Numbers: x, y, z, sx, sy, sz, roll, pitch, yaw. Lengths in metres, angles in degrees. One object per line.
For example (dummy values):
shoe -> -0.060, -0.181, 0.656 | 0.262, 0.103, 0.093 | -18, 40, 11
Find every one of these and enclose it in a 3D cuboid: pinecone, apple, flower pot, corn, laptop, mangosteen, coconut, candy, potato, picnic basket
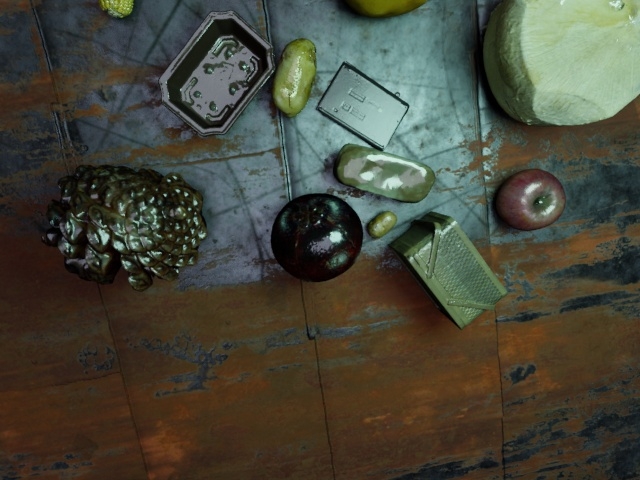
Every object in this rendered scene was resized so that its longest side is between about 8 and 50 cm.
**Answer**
pinecone -> -0.411, -0.027, 0.890 | 0.295, 0.298, 0.242 | 11, 125, 10
apple -> 0.511, -0.100, 1.038 | 0.153, 0.120, 0.154 | 0, 105, -1
flower pot -> -0.224, -0.362, 0.940 | 0.178, 0.084, 0.251 | 39, 94, -10
corn -> -0.426, -0.580, 0.891 | 0.071, 0.072, 0.203 | 10, 98, -7
laptop -> 0.105, -0.321, 1.012 | 0.197, 0.016, 0.135 | 30, 95, -10
mangosteen -> -0.009, -0.001, 0.976 | 0.216, 0.216, 0.216 | -1, 100, -5
coconut -> 0.531, -0.414, 0.862 | 0.346, 0.360, 0.347 | -1, 102, -4
candy -> 0.147, -0.157, 1.000 | 0.233, 0.104, 0.102 | 16, 97, -8
potato -> -0.055, -0.365, 0.947 | 0.080, 0.107, 0.171 | 28, 98, 33
potato -> 0.154, -0.040, 1.054 | 0.083, 0.040, 0.051 | -39, 114, 3
picnic basket -> 0.305, 0.069, 1.025 | 0.139, 0.165, 0.267 | -39, 102, 2

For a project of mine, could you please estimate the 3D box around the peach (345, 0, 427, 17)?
peach -> 0.140, -0.609, 0.900 | 0.251, 0.153, 0.251 | -3, 105, -11
